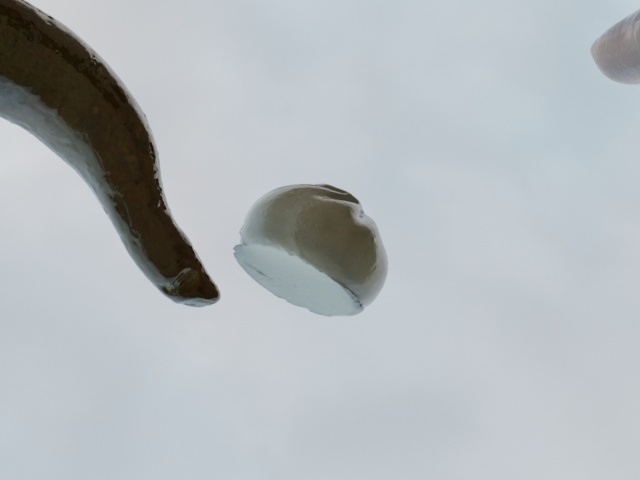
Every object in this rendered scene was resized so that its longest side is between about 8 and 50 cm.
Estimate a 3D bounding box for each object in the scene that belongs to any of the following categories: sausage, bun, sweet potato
[{"bbox_3d":[0.377,-0.220,1.318,0.089,0.300,0.083,-11,-91,-6],"label":"sausage"},{"bbox_3d":[0.000,0.000,1.316,0.173,0.173,0.120,31,-109,-8],"label":"bun"},{"bbox_3d":[-0.184,-0.089,0.773,0.346,0.079,0.108,43,-135,-20],"label":"sweet potato"}]
